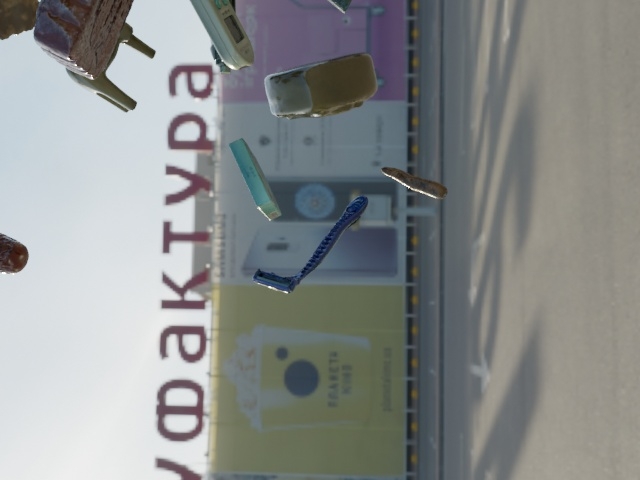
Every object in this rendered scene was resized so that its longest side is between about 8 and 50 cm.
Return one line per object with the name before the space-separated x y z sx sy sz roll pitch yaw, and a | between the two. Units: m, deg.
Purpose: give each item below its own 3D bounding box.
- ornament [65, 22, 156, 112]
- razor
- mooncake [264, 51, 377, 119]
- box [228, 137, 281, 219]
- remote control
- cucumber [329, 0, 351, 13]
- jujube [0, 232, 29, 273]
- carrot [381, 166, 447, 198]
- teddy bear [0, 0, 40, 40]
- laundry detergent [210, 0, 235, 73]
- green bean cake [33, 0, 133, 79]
ornament | -0.462 -0.430 1.780 0.245 0.061 0.230 32 -108 -32
razor | 0.002 0.011 1.667 0.324 0.093 0.056 -43 -47 -38
mooncake | -0.002 -0.316 1.744 0.235 0.234 0.117 -72 -28 -72
box | -0.149 -0.139 1.970 0.229 0.041 0.162 61 -176 -83
remote control | -0.166 -0.354 1.242 0.221 0.042 0.078 62 -160 -18
cucumber | 0.030 -0.575 1.929 0.048 0.105 0.048 -50 5 6
jujube | -0.838 0.027 2.158 0.112 0.176 0.109 -56 -22 -55
carrot | 0.210 -0.132 1.887 0.036 0.165 0.036 -55 -22 -36
teddy bear | -0.662 -0.422 1.424 0.222 0.296 0.246 44 155 31
laundry detergent | -0.208 -0.462 1.777 0.137 0.063 0.211 169 98 -72
green bean cake | -0.245 -0.248 0.884 0.135 0.056 0.135 -64 1 -2
